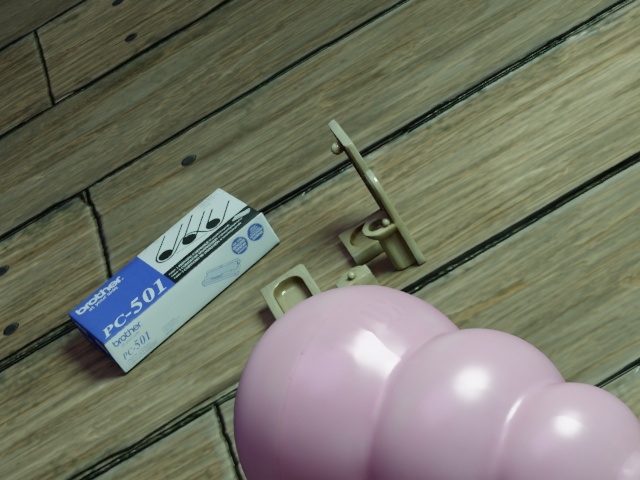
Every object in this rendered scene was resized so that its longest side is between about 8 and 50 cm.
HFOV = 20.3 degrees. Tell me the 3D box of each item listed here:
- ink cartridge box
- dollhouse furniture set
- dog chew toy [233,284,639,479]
[{"bbox_3d":[-0.149,0.038,1.819,0.207,0.046,0.097,-41,33,-13],"label":"ink cartridge box"},{"bbox_3d":[0.000,0.000,1.671,0.151,0.123,0.144,-33,32,-1],"label":"dollhouse furniture set"},{"bbox_3d":[0.096,0.149,1.334,0.332,0.206,0.206,11,52,38],"label":"dog chew toy"}]
